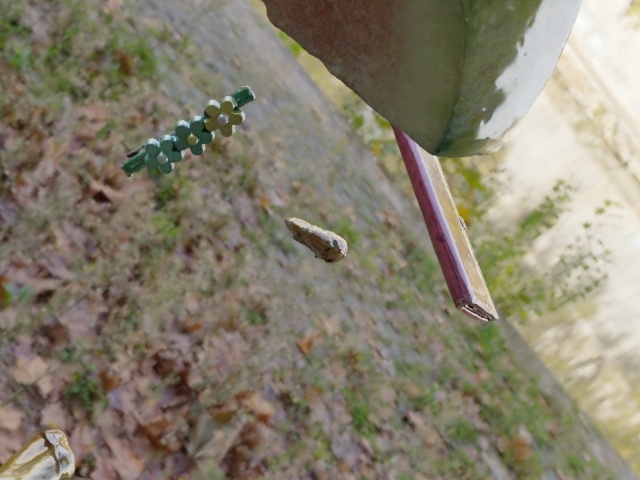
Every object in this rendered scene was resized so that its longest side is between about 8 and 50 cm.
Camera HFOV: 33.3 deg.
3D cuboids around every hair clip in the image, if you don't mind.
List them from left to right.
[{"bbox_3d":[-0.145,-0.113,1.174,0.049,0.173,0.049,52,20,-28],"label":"hair clip"}]

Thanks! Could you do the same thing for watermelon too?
[{"bbox_3d":[0.080,-0.224,0.778,0.193,0.232,0.310,-51,146,-51],"label":"watermelon"}]

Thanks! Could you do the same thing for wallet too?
[{"bbox_3d":[0.132,-0.025,1.162,0.119,0.025,0.232,27,42,-63],"label":"wallet"}]

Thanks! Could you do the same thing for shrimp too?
[{"bbox_3d":[0.000,0.000,1.397,0.091,0.043,0.184,31,-4,11],"label":"shrimp"}]

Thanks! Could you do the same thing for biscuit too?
[{"bbox_3d":[-0.301,0.248,0.939,0.164,0.208,0.047,25,-46,58],"label":"biscuit"}]
